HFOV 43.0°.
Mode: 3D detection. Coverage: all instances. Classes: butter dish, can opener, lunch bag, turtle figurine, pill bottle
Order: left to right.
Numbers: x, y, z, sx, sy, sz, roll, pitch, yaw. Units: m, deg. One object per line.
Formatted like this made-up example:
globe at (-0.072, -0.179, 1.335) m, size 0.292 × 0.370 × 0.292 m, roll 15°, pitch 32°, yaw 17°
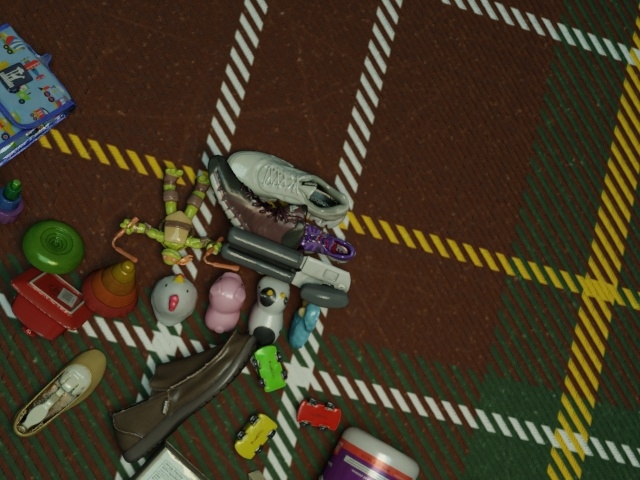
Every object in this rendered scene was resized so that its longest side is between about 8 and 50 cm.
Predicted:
lunch bag at (-0.672, -0.293, 1.677) m, size 0.293 × 0.138 × 0.221 m, roll -43°, pitch 93°, yaw -24°
butter dish at (-0.560, 0.144, 1.645) m, size 0.160 × 0.160 × 0.118 m, roll 38°, pitch 102°, yaw -6°
turtle figurine at (-0.290, -0.034, 1.732) m, size 0.270 × 0.087 × 0.217 m, roll 11°, pitch 75°, yaw -1°
can opener at (-0.067, 0.061, 1.673) m, size 0.283 × 0.095 × 0.076 m, roll 22°, pitch 112°, yaw -12°
pill bottle at (0.061, 0.567, 1.694) m, size 0.181 × 0.181 × 0.323 m, roll 31°, pitch 79°, yaw -7°

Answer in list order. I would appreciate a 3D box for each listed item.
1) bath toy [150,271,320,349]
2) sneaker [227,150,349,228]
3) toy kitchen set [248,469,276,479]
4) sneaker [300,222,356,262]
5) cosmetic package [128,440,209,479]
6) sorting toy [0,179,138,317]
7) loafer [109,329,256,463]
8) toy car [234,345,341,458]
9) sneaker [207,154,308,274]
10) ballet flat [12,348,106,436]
bath toy at (-0.182, 0.136, 1.716) m, size 0.348 × 0.129 × 0.151 m, roll 10°, pitch 83°, yaw -9°
sneaker at (-0.067, -0.122, 1.770) m, size 0.292 × 0.118 × 0.110 m, roll 21°, pitch 83°, yaw -7°
toy kitchen set at (-0.140, 0.545, 1.738) m, size 0.083 × 0.075 × 0.068 m, roll -7°, pitch 43°, yaw -43°
sneaker at (0.000, 0.000, 1.793) m, size 0.170 × 0.071 × 0.068 m, roll 15°, pitch 82°, yaw -9°
cosmetic package at (-0.365, 0.579, 1.645) m, size 0.160 × 0.113 × 0.309 m, roll 45°, pitch 78°, yaw -4°
sorting toy at (-0.505, 0.001, 1.644) m, size 0.365 × 0.126 × 0.127 m, roll 39°, pitch 44°, yaw -5°
loafer at (-0.288, 0.296, 1.653) m, size 0.366 × 0.134 × 0.130 m, roll -41°, pitch 86°, yaw 0°
toy car at (-0.092, 0.329, 1.741) m, size 0.239 × 0.053 × 0.225 m, roll -17°, pitch 98°, yaw -13°
sneaker at (-0.115, -0.076, 1.718) m, size 0.163 × 0.106 × 0.281 m, roll -20°, pitch 112°, yaw 12°
ballet flat at (-0.529, 0.317, 1.657) m, size 0.080 × 0.073 × 0.232 m, roll 45°, pitch 78°, yaw -4°
